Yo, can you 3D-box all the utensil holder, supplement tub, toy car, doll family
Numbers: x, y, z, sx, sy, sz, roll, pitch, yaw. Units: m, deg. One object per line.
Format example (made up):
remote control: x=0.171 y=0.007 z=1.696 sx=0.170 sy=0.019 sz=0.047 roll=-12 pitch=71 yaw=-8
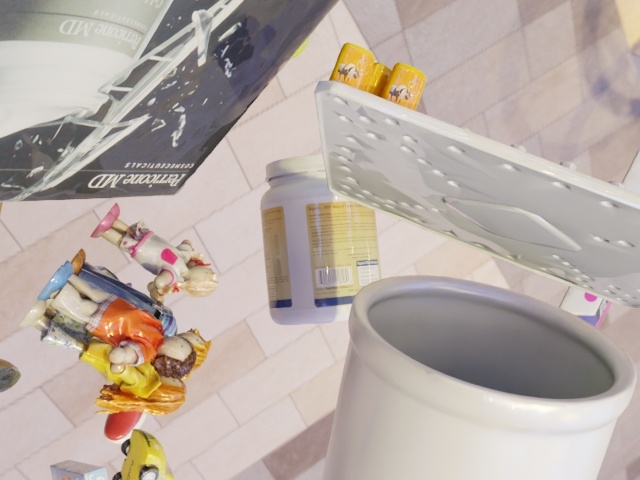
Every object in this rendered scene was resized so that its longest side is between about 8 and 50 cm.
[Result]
utensil holder: x=0.164 y=0.280 z=0.919 sx=0.328 sy=0.327 sz=0.385 roll=-1 pitch=110 yaw=-31
supplement tub: x=0.000 y=0.000 z=1.482 sx=0.228 sy=0.228 sz=0.316 roll=-3 pitch=87 yaw=-30
toy car: x=-0.210 y=0.352 z=0.838 sx=0.053 sy=0.225 sz=0.239 roll=7 pitch=140 yaw=-39
doll family: x=-0.178 y=0.079 z=0.713 sx=0.163 sy=0.263 sz=0.118 roll=36 pitch=106 yaw=-12

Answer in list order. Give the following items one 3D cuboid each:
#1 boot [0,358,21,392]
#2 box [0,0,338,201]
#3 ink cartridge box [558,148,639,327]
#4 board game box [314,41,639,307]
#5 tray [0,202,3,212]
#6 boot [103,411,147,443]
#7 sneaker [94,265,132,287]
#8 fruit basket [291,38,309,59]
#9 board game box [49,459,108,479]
boot: x=-0.799 y=0.205 z=1.645 sx=0.089 sy=0.269 sz=0.236 roll=-44 pitch=152 yaw=8
box: x=-0.205 y=-0.293 z=0.643 sx=0.472 sy=0.297 sz=0.480 roll=-45 pitch=167 yaw=21
ink cartridge box: x=0.479 y=0.044 z=1.269 sx=0.371 sy=0.069 sz=0.176 roll=-59 pitch=154 yaw=-6
board game box: x=0.191 y=-0.036 z=0.725 sx=0.390 sy=0.390 sz=0.050 roll=21 pitch=84 yaw=5
tray: x=-0.555 y=0.033 z=1.146 sx=0.076 sy=0.411 sz=0.203 roll=18 pitch=125 yaw=-27
boot: x=-0.441 y=0.329 z=1.725 sx=0.176 sy=0.088 sz=0.244 roll=84 pitch=22 yaw=-54
sneaker: x=-0.394 y=0.142 z=1.480 sx=0.282 sy=0.099 sz=0.153 roll=25 pitch=90 yaw=-62
fruit basket: x=-0.077 y=-0.485 z=1.284 sx=0.392 sy=0.392 sz=0.283 roll=-37 pitch=93 yaw=-8
board game box: x=-0.366 y=0.432 z=1.179 sx=0.039 sy=0.211 sz=0.160 roll=-12 pitch=86 yaw=-33
